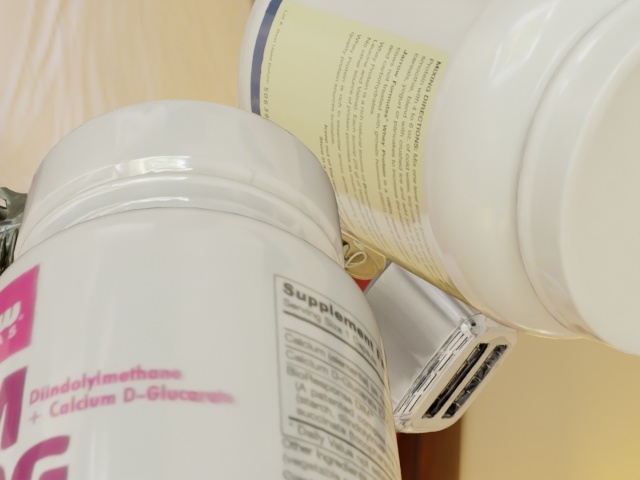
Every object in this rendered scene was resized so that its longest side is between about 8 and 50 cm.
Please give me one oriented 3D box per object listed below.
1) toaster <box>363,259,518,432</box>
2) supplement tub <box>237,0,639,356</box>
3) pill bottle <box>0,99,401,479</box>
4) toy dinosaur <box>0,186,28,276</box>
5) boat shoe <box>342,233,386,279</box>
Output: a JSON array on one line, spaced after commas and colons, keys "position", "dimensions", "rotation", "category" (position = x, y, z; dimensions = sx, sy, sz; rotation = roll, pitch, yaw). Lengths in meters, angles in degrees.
[{"position": [0.116, 0.108, 1.391], "dimensions": [0.129, 0.146, 0.227], "rotation": [11, 120, -53], "category": "toaster"}, {"position": [0.117, -0.079, 0.778], "dimensions": [0.325, 0.235, 0.235], "rotation": [31, -49, 53], "category": "supplement tub"}, {"position": [-0.051, 0.091, 0.445], "dimensions": [0.160, 0.160, 0.283], "rotation": [80, 4, -46], "category": "pill bottle"}, {"position": [-0.248, 0.065, 0.728], "dimensions": [0.218, 0.164, 0.322], "rotation": [-41, 118, -27], "category": "toy dinosaur"}, {"position": [0.001, -0.001, 1.148], "dimensions": [0.153, 0.056, 0.048], "rotation": [41, 40, -34], "category": "boat shoe"}]
